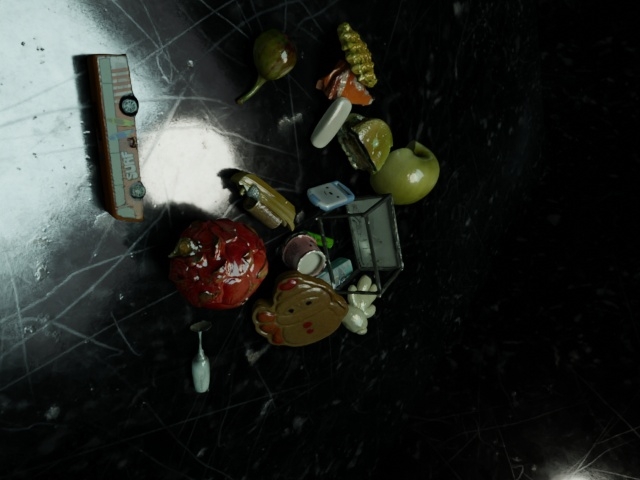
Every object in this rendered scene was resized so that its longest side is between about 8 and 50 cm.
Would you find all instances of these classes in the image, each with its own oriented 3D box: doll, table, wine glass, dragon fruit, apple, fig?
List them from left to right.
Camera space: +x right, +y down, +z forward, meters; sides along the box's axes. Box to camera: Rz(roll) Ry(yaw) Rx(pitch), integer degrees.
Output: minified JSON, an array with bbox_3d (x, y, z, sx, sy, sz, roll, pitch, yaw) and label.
[{"bbox_3d":[-0.408,0.405,1.489,0.074,0.074,0.262,-15,117,-44],"label":"wine glass"},{"bbox_3d":[-0.302,0.068,1.312,0.342,0.277,0.277,17,93,-59],"label":"dragon fruit"},{"bbox_3d":[-0.170,-0.516,1.334,0.149,0.149,0.245,14,120,-50],"label":"fig"},{"bbox_3d":[0.184,0.306,2.081,0.278,0.175,0.149,-57,177,-27],"label":"doll"},{"bbox_3d":[0.162,0.016,1.740,0.272,0.222,0.335,-36,118,-53],"label":"table"},{"bbox_3d":[0.381,-0.279,1.909,0.295,0.233,0.258,-28,154,-49],"label":"apple"}]

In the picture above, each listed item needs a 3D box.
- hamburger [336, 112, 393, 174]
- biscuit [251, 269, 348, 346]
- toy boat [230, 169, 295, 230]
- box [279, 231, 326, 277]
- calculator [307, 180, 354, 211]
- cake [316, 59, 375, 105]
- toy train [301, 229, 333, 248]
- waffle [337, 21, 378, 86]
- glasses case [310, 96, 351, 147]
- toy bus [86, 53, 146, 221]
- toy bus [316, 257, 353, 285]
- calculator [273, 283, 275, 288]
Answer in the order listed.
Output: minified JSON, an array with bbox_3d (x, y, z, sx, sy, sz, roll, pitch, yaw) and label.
[{"bbox_3d":[0.184,-0.397,1.721,0.192,0.167,0.288,-55,139,-17],"label":"hamburger"},{"bbox_3d":[-0.080,0.267,1.659,0.359,0.074,0.381,-23,132,-2],"label":"biscuit"},{"bbox_3d":[-0.190,-0.122,1.486,0.310,0.089,0.115,38,80,-49],"label":"toy boat"},{"bbox_3d":[-0.058,0.062,1.645,0.151,0.135,0.151,-16,124,-25],"label":"box"},{"bbox_3d":[0.041,-0.176,1.701,0.210,0.121,0.039,-22,148,-40],"label":"calculator"},{"bbox_3d":[0.115,-0.575,1.611,0.287,0.098,0.135,-6,128,-50],"label":"cake"},{"bbox_3d":[0.000,0.000,1.785,0.209,0.042,0.044,16,95,-49],"label":"toy train"},{"bbox_3d":[0.139,-0.645,1.549,0.249,0.056,0.253,15,54,-58],"label":"waffle"},{"bbox_3d":[0.038,-0.428,1.592,0.081,0.051,0.204,13,122,-50],"label":"glasses case"},{"bbox_3d":[-0.502,-0.246,1.087,0.092,0.093,0.409,-13,114,-36],"label":"toy bus"},{"bbox_3d":[0.029,0.165,1.858,0.261,0.091,0.109,-28,115,-39],"label":"toy bus"},{"bbox_3d":[-0.074,0.244,1.730,0.051,0.173,0.293,-90,166,-52],"label":"calculator"}]
